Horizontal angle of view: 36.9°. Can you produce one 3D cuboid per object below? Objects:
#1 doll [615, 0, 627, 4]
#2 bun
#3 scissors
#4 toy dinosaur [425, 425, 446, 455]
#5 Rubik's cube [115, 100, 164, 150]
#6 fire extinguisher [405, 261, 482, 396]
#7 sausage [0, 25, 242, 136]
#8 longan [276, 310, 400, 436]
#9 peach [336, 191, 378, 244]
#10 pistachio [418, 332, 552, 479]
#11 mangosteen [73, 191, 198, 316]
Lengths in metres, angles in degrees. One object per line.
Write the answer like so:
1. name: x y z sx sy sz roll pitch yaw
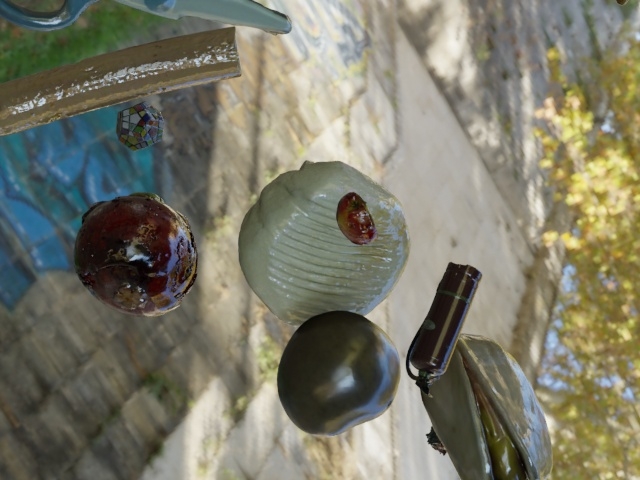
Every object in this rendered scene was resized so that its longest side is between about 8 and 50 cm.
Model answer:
1. doll: 0.448 -0.412 1.196 0.269 0.162 0.167 -23 -156 -5
2. bun: 0.000 0.000 1.980 0.365 0.365 0.219 -29 -148 4
3. scissors: -0.158 -0.233 0.882 0.138 0.289 0.041 -67 -153 27
4. toy dinosaur: 0.247 0.415 2.007 0.049 0.055 0.154 -55 180 -3
5. Rubik's cube: -0.392 -0.247 2.081 0.111 0.111 0.093 -32 165 -7
6. fire extinguisher: 0.133 0.103 1.091 0.078 0.045 0.157 -10 -126 64
7. sausage: -0.236 -0.179 1.081 0.301 0.066 0.066 -15 -170 -7
8. longan: 0.033 0.261 1.852 0.248 0.248 0.248 -29 -169 6
9. peach: 0.053 -0.029 1.478 0.050 0.083 0.077 -33 -127 -8
10. pistachio: 0.251 0.256 1.469 0.166 0.197 0.288 -23 -133 -4
11. mangosteen: -0.241 0.009 1.260 0.166 0.166 0.180 -28 -146 13
